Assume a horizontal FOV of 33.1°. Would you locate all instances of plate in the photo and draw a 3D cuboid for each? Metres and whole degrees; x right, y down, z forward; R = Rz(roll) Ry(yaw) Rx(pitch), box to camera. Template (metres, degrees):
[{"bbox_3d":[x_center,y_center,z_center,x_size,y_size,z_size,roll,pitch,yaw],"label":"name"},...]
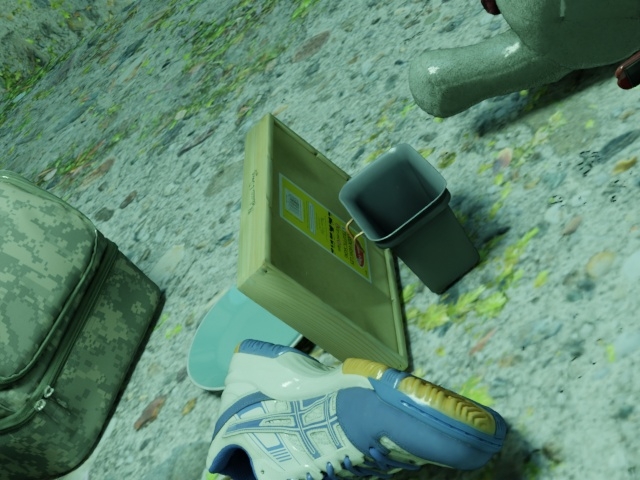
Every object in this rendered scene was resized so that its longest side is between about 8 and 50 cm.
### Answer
[{"bbox_3d":[-0.060,0.085,1.111,0.188,0.024,0.188,-32,28,19],"label":"plate"}]

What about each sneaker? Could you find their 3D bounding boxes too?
[{"bbox_3d":[0.020,0.162,0.842,0.296,0.112,0.131,0,65,54],"label":"sneaker"}]

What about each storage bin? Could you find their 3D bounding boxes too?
[{"bbox_3d":[0.083,-0.012,0.996,0.098,0.091,0.135,-38,27,2],"label":"storage bin"}]

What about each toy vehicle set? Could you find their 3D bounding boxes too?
[{"bbox_3d":[0.000,0.000,0.999,0.035,0.166,0.267,-42,25,23],"label":"toy vehicle set"}]

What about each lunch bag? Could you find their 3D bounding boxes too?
[{"bbox_3d":[-0.362,0.096,1.228,0.212,0.256,0.305,-20,35,36],"label":"lunch bag"}]

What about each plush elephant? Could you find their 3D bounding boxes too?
[{"bbox_3d":[0.239,-0.307,1.056,0.330,0.272,0.255,-5,51,7],"label":"plush elephant"}]

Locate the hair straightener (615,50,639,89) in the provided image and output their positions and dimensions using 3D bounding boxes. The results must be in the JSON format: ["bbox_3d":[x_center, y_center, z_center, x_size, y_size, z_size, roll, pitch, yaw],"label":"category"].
[{"bbox_3d":[0.376,-0.178,0.931,0.230,0.047,0.089,-33,56,7],"label":"hair straightener"}]

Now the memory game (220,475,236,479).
[{"bbox_3d":[-0.115,0.258,0.813,0.186,0.012,0.186,-52,-15,-21],"label":"memory game"}]
